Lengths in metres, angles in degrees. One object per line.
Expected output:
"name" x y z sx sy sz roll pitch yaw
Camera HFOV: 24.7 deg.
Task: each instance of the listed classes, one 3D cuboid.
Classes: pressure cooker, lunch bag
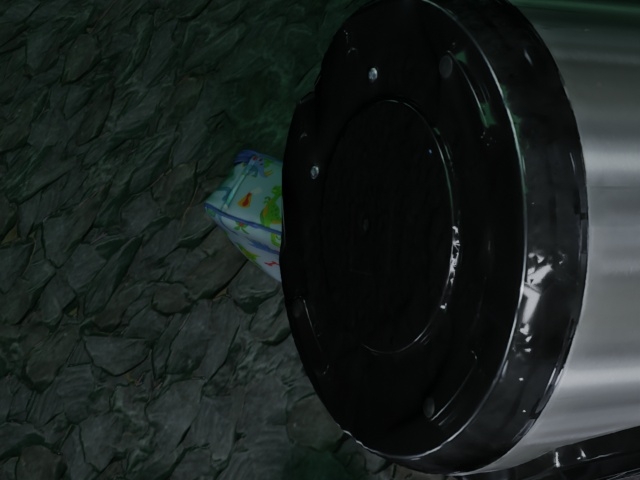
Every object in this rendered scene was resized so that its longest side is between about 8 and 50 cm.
"pressure cooker" 0.223 -0.012 1.131 0.370 0.420 0.375 58 138 41
"lunch bag" 0.000 0.000 1.482 0.219 0.176 0.090 19 70 44
